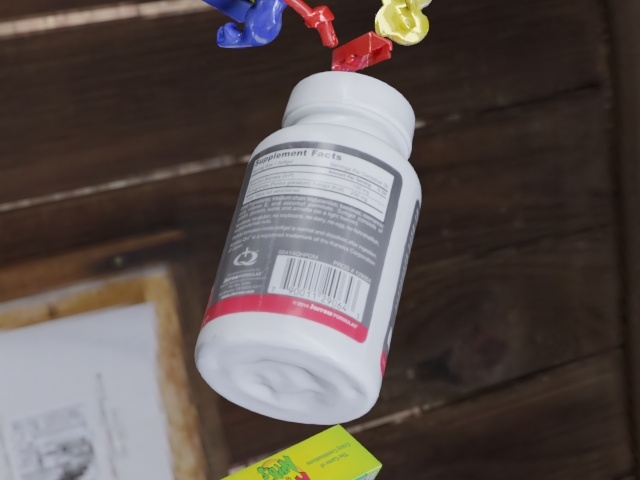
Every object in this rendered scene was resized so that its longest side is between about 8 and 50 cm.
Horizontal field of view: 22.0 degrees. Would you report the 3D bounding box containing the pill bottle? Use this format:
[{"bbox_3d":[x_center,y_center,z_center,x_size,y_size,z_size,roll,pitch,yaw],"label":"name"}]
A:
[{"bbox_3d":[0.000,0.000,1.579,0.176,0.176,0.318,-43,28,55],"label":"pill bottle"}]

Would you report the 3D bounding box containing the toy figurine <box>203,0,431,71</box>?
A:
[{"bbox_3d":[-0.057,-0.283,1.289,0.217,0.191,0.362,-21,62,45],"label":"toy figurine"}]

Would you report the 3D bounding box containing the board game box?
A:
[{"bbox_3d":[-0.045,0.183,1.021,0.043,0.181,0.092,42,121,21],"label":"board game box"}]
